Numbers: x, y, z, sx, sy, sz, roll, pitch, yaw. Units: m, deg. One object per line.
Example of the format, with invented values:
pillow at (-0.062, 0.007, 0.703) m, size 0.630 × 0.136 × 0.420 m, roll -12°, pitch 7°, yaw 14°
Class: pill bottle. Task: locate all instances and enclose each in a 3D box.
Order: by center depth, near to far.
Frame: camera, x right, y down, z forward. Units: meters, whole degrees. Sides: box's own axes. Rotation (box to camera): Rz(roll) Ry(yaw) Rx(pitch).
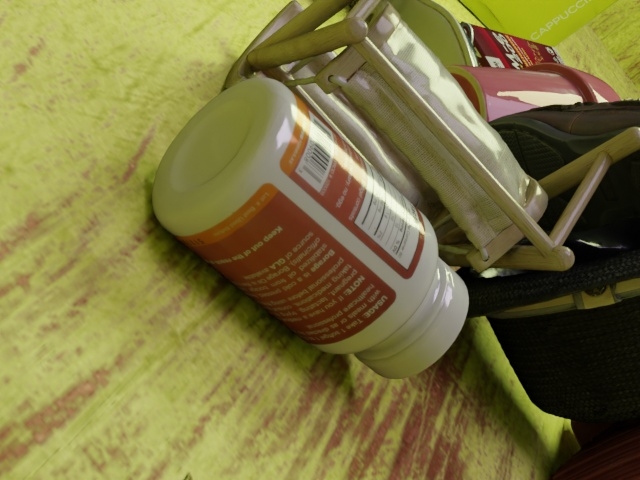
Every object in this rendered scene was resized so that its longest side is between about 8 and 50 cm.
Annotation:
pill bottle at (0.000, 0.000, 0.986) m, size 0.216 × 0.121 × 0.121 m, roll 41°, pitch 23°, yaw -31°

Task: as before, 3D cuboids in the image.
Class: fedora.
fedora at (0.276, 0.060, 1.265) m, size 0.334 × 0.334 × 0.153 m, roll -37°, pitch 111°, yaw -71°

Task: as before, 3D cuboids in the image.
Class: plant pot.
plant pot at (0.184, -0.093, 1.481) m, size 0.180 × 0.201 × 0.201 m, roll 14°, pitch 41°, yaw -38°

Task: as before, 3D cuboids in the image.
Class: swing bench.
swing bench at (0.074, -0.091, 1.190) m, size 0.253 × 0.254 × 0.165 m, roll 47°, pitch 58°, yaw -15°

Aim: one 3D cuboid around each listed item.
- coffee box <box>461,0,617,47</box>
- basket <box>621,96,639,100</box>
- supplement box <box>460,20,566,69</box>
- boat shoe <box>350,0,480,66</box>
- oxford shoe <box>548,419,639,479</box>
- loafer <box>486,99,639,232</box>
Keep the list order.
coffee box at (0.332, -0.558, 2.358) m, size 0.338 × 0.337 × 0.334 m, roll 36°, pitch 27°, yaw -42°
basket at (0.298, 0.016, 1.655) m, size 0.213 × 0.223 × 0.299 m, roll -6°, pitch 58°, yaw -35°
supplement box at (0.255, -0.201, 1.920) m, size 0.239 × 0.073 × 0.130 m, roll 3°, pitch 52°, yaw -52°
boat shoe at (0.118, -0.220, 1.650) m, size 0.079 × 0.095 × 0.254 m, roll 27°, pitch 15°, yaw -42°
oxford shoe at (0.278, 0.219, 1.249) m, size 0.130 × 0.123 × 0.348 m, roll 62°, pitch 22°, yaw -4°
loafer at (0.250, -0.071, 1.270) m, size 0.095 × 0.302 × 0.109 m, roll -31°, pitch 111°, yaw -34°
